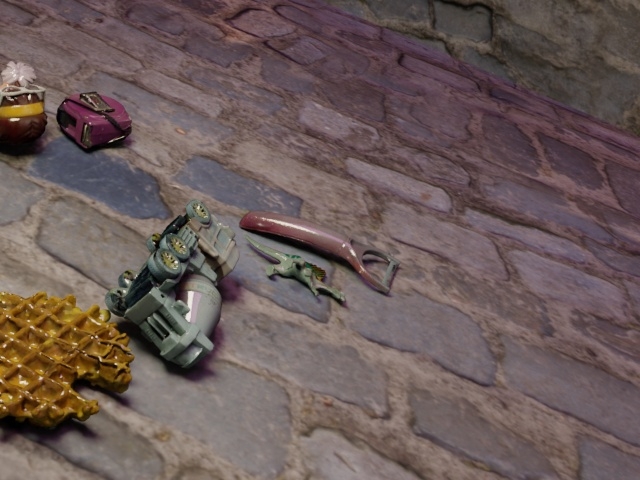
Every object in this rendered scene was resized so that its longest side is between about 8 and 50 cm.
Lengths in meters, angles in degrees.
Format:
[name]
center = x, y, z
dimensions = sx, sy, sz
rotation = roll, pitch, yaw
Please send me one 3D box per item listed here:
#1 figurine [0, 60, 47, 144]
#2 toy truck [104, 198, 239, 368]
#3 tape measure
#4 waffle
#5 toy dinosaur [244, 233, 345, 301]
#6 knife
[figurine]
center = -0.560, -0.237, 1.474
dimensions = 0.240, 0.115, 0.175
rotation = 31, 29, 34
[toy truck]
center = -0.186, 0.059, 1.176
dimensions = 0.140, 0.108, 0.256
rotation = 45, 24, -13
[tape measure]
center = -0.409, -0.219, 1.567
dimensions = 0.125, 0.074, 0.118
rotation = 34, 32, 23
[waffle]
center = -0.340, 0.136, 1.016
dimensions = 0.232, 0.051, 0.228
rotation = 2, 33, -24
[toy dinosaur]
center = -0.036, 0.041, 1.369
dimensions = 0.106, 0.044, 0.187
rotation = 11, 14, -39
[knife]
center = 0.000, -0.002, 1.447
dimensions = 0.278, 0.053, 0.123
rotation = 22, 24, 5
